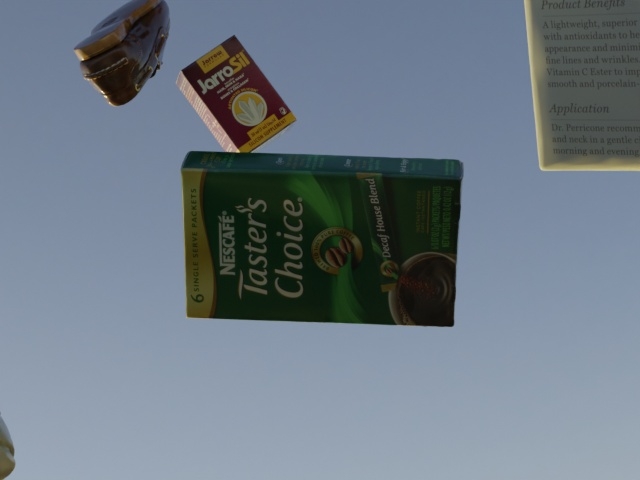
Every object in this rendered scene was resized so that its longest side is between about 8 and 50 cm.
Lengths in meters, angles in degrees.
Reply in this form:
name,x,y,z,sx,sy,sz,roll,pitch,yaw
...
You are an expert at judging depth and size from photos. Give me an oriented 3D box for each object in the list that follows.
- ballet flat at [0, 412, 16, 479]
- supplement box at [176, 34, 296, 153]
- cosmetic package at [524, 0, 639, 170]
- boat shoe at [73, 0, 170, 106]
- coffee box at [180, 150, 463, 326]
name,x,y,z,sx,sy,sz,roll,pitch,yaw
ballet flat,-0.227,0.147,0.852,0.106,0.107,0.316,-8,-53,-17
supplement box,-0.066,-0.108,1.162,0.055,0.083,0.043,-37,-1,-13
cosmetic package,0.230,-0.149,0.964,0.151,0.184,0.151,4,18,33
boat shoe,-0.191,-0.191,1.489,0.073,0.073,0.207,-22,19,20
coffee box,0.000,0.000,0.991,0.184,0.040,0.113,3,-67,4
